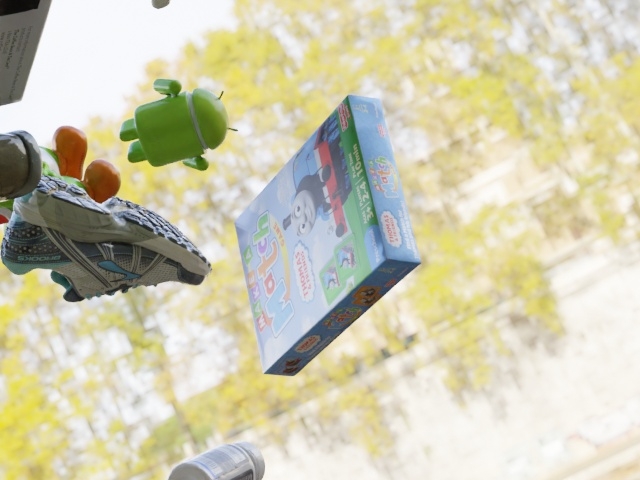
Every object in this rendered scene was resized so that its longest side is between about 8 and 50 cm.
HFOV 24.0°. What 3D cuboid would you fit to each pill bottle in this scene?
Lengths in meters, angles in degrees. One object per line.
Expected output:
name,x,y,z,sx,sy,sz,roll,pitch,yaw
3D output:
pill bottle,-0.134,0.311,1.982,0.078,0.078,0.137,-32,-8,30

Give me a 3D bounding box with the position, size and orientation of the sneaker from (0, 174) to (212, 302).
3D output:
sneaker,-0.254,0.015,1.761,0.283,0.110,0.122,21,-77,-42

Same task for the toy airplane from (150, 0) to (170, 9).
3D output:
toy airplane,-0.280,-0.492,2.006,0.384,0.386,0.272,-4,-24,-45

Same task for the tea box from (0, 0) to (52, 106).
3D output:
tea box,-0.404,-0.326,1.428,0.220,0.324,0.329,-13,-19,-25

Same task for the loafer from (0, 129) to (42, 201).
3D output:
loafer,-0.409,-0.062,1.605,0.251,0.094,0.087,-21,-10,33

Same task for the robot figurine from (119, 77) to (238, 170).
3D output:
robot figurine,-0.145,-0.115,1.533,0.115,0.101,0.067,-17,22,6

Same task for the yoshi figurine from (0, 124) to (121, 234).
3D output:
yoshi figurine,-0.477,-0.123,2.231,0.362,0.203,0.203,-4,-11,-45

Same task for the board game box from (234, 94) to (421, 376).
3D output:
board game box,0.000,0.000,1.296,0.039,0.160,0.211,5,-33,-31
